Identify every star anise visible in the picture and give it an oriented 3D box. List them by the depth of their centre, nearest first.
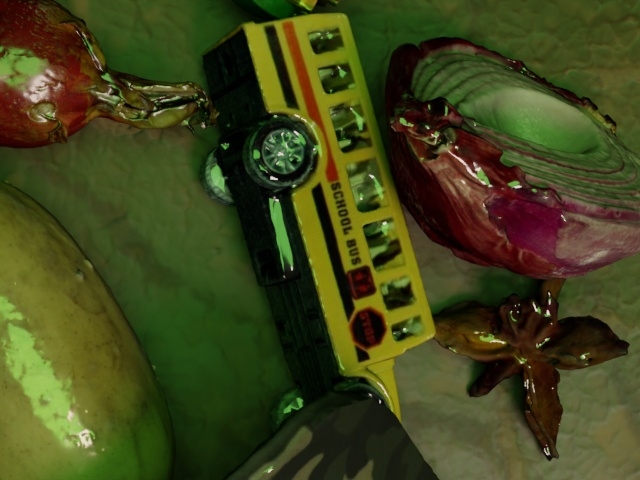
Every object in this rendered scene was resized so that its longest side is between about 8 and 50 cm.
[{"bbox_3d":[0.178,0.064,1.238,0.158,0.144,0.140,39,129,3],"label":"star anise"}]

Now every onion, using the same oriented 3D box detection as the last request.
[{"bbox_3d":[0.120,-0.051,1.138,0.227,0.283,0.120,45,115,30],"label":"onion"}]

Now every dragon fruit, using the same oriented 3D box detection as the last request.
[{"bbox_3d":[-0.194,-0.121,1.153,0.246,0.125,0.125,16,43,-3],"label":"dragon fruit"}]

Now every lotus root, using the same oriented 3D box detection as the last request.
[{"bbox_3d":[-0.232,0.070,1.127,0.151,0.169,0.343,-34,93,-48],"label":"lotus root"}]

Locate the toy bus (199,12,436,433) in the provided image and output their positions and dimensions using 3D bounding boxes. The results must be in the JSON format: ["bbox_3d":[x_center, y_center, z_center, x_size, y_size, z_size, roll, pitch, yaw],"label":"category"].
[{"bbox_3d":[0.000,0.000,1.182,0.123,0.121,0.336,-16,90,-25],"label":"toy bus"}]

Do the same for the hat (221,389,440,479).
[{"bbox_3d":[0.004,0.294,1.086,0.366,0.382,0.257,-34,68,-2],"label":"hat"}]

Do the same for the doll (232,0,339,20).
[{"bbox_3d":[-0.027,-0.224,1.165,0.134,0.186,0.106,32,83,-33],"label":"doll"}]
